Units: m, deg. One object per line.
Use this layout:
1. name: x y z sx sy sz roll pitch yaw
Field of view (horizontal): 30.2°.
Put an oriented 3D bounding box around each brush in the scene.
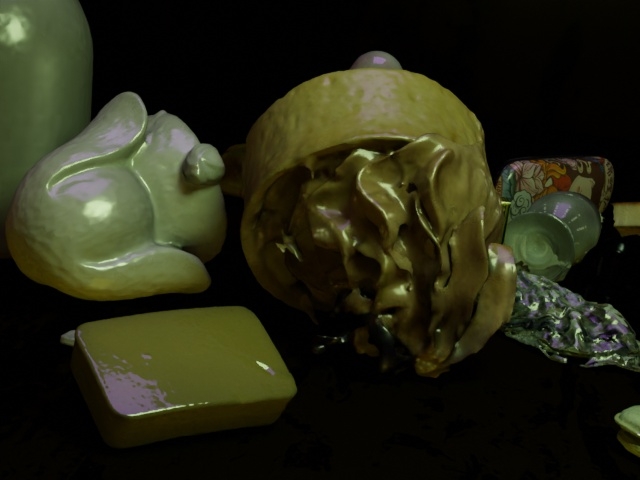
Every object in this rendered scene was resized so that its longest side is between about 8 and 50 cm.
1. brush: -0.132 0.128 1.133 0.197 0.059 0.123 -4 46 -34

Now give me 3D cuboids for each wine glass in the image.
1. wine glass: 0.370 -0.010 1.872 0.126 0.126 0.241 13 15 20

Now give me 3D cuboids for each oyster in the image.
1. oyster: 0.315 0.103 1.542 0.199 0.087 0.252 2 28 -19

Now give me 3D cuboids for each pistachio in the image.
1. pistachio: -0.121 -0.119 2.078 0.189 0.110 0.100 19 -14 39

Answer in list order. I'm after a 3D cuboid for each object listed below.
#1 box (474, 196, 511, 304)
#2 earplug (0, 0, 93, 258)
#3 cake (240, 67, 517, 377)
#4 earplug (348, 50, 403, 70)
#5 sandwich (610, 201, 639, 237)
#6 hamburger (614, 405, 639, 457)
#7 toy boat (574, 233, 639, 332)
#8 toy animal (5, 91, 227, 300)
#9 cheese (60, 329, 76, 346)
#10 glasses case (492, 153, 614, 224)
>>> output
1. box: 0.112 0.000 1.637 0.279 0.153 0.041 7 15 -2
2. earplug: -0.474 -0.200 1.639 0.312 0.394 0.312 6 15 -2
3. cake: 0.064 0.008 1.393 0.332 0.332 0.321 5 45 -11
4. earplug: 0.075 -0.160 1.940 0.172 0.301 0.172 7 14 -2
5. sandwich: 0.602 -0.013 2.077 0.193 0.058 0.162 26 -16 -34
6. hamburger: 0.348 0.199 1.205 0.084 0.054 0.121 -6 17 -30
7. toy boat: 0.487 0.088 1.626 0.092 0.134 0.299 40 -9 -37
8. toy animal: -0.264 -0.039 1.483 0.265 0.272 0.206 -20 3 -35
9. cheese: -0.186 0.123 1.249 0.192 0.037 0.097 11 15 16
10. glasses case: 0.421 -0.091 2.147 0.321 0.122 0.082 -6 20 -40
